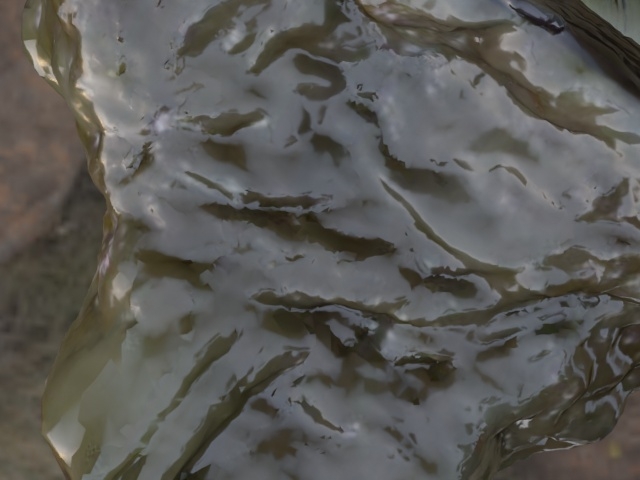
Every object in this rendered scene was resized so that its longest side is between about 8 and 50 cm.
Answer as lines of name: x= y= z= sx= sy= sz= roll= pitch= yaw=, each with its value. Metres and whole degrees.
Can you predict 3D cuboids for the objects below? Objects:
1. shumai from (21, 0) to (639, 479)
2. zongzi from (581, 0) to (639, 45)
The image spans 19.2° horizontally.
shumai: x=-0.002 y=0.003 z=0.769 sx=0.346 sy=0.217 sz=0.283 roll=26 pitch=104 yaw=-20
zongzi: x=0.180 y=-0.093 z=1.082 sx=0.228 sy=0.115 sz=0.256 roll=-24 pitch=133 yaw=-29
